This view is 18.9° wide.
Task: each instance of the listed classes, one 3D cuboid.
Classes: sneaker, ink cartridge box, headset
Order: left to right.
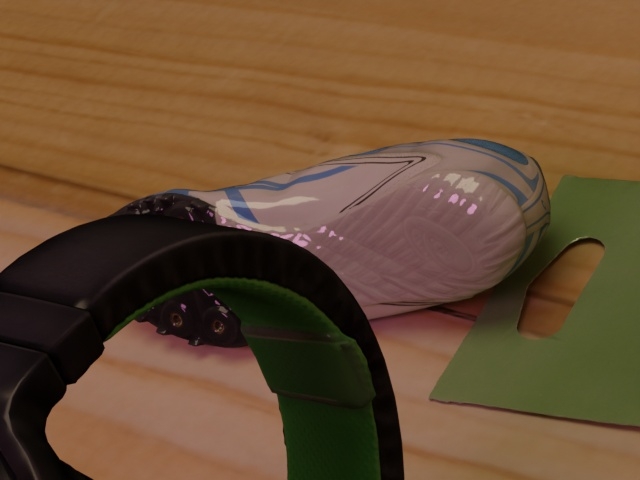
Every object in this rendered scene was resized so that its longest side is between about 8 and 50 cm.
[{"bbox_3d":[-0.074,0.168,0.603,0.185,0.243,0.394,10,49,36],"label":"headset"},{"bbox_3d":[0.000,0.000,0.944,0.237,0.085,0.086,-7,10,24],"label":"sneaker"},{"bbox_3d":[0.178,0.012,0.849,0.235,0.056,0.171,8,44,31],"label":"ink cartridge box"}]
